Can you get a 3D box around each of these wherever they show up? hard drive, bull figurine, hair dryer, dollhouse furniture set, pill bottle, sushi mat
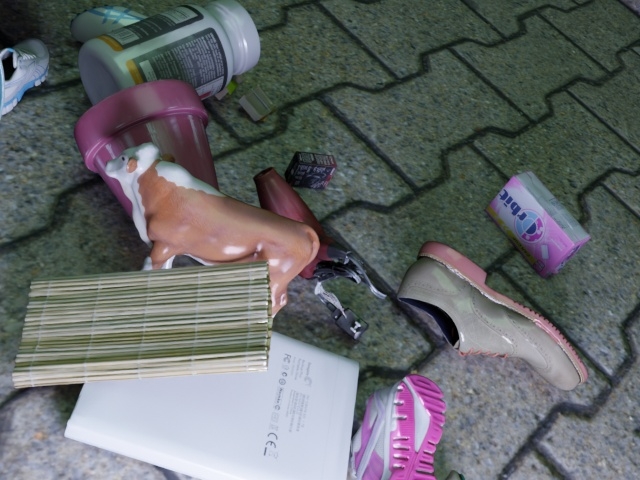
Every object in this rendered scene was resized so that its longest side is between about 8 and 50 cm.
[{"bbox_3d":[-0.126,0.207,1.005,0.353,0.047,0.233,21,45,-11],"label":"hard drive"},{"bbox_3d":[-0.161,-0.004,1.024,0.310,0.188,0.101,22,21,-9],"label":"bull figurine"},{"bbox_3d":[0.000,0.000,1.133,0.080,0.223,0.293,-35,70,-23],"label":"hair dryer"},{"bbox_3d":[-0.160,-0.283,1.431,0.151,0.059,0.076,49,36,-10],"label":"dollhouse furniture set"},{"bbox_3d":[-0.248,-0.303,1.270,0.278,0.162,0.162,-32,72,-31],"label":"pill bottle"},{"bbox_3d":[-0.218,0.102,0.946,0.317,0.019,0.151,-4,57,1],"label":"sushi mat"}]

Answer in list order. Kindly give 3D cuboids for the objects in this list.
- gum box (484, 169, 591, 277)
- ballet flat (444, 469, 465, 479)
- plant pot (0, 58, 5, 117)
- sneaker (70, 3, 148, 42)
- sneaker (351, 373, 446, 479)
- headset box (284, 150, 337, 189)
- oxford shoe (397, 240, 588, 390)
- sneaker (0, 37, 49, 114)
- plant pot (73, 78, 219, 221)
[{"bbox_3d":[0.423,-0.030,1.464,0.062,0.107,0.188,-18,63,-38],"label":"gum box"},{"bbox_3d":[0.168,0.419,0.963,0.086,0.086,0.248,9,49,-21],"label":"ballet flat"},{"bbox_3d":[-0.599,-0.207,0.978,0.195,0.290,0.290,23,40,25],"label":"plant pot"},{"bbox_3d":[-0.330,-0.363,1.365,0.237,0.085,0.086,7,45,-22],"label":"sneaker"},{"bbox_3d":[0.094,0.308,1.003,0.103,0.111,0.252,24,66,-23],"label":"sneaker"},{"bbox_3d":[-0.014,-0.124,1.343,0.083,0.062,0.032,2,52,-26],"label":"headset box"},{"bbox_3d":[0.278,0.154,1.248,0.348,0.123,0.130,37,71,4],"label":"oxford shoe"},{"bbox_3d":[-0.489,-0.283,1.212,0.071,0.083,0.190,21,44,-9],"label":"sneaker"},{"bbox_3d":[-0.243,-0.115,1.132,0.201,0.201,0.180,-19,78,-38],"label":"plant pot"}]
